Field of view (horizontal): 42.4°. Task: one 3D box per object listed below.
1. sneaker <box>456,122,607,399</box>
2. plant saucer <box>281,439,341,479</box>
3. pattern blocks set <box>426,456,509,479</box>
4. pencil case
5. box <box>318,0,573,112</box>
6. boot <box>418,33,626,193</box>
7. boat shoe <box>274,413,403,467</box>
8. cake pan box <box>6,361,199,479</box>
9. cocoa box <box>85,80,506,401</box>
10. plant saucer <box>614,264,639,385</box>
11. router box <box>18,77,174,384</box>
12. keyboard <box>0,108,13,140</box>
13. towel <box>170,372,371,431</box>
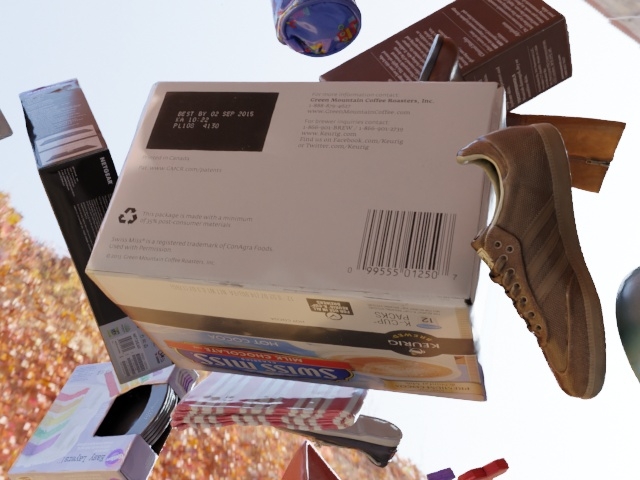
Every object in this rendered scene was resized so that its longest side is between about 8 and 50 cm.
[{"bbox_3d":[0.139,0.016,0.558,0.071,0.066,0.188,-9,-101,1],"label":"sneaker"},{"bbox_3d":[0.018,0.387,0.879,0.048,0.258,0.259,-18,-46,14],"label":"plant saucer"},{"bbox_3d":[0.107,0.424,1.245,0.285,0.026,0.325,4,-40,-40],"label":"pattern blocks set"},{"bbox_3d":[-0.036,-0.410,1.252,0.133,0.306,0.119,-32,-36,21],"label":"pencil case"},{"bbox_3d":[0.212,-0.278,1.403,0.381,0.191,0.143,-28,-44,-2],"label":"box"},{"bbox_3d":[0.276,-0.165,1.148,0.280,0.096,0.264,13,-34,17],"label":"boot"},{"bbox_3d":[0.011,0.277,1.170,0.206,0.075,0.065,14,-70,-6],"label":"boat shoe"},{"bbox_3d":[-0.356,0.308,1.382,0.267,0.245,0.070,-9,-52,29],"label":"cake pan box"},{"bbox_3d":[0.000,0.000,0.811,0.347,0.231,0.228,4,-30,17],"label":"cocoa box"},{"bbox_3d":[0.345,0.108,0.542,0.318,0.317,0.043,20,-56,-12],"label":"plant saucer"},{"bbox_3d":[-0.276,-0.015,1.024,0.081,0.243,0.309,-20,-55,-14],"label":"router box"},{"bbox_3d":[-0.495,-0.236,1.080,0.072,0.014,0.256,-29,-91,-28],"label":"keyboard"},{"bbox_3d":[-0.044,0.167,0.877,0.197,0.144,0.029,-1,-80,14],"label":"towel"}]
